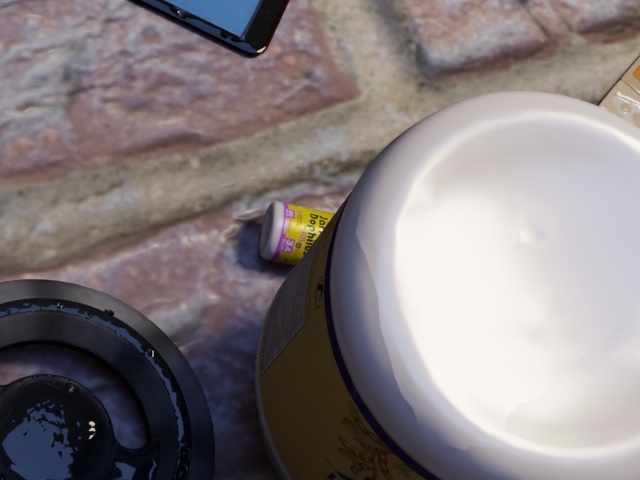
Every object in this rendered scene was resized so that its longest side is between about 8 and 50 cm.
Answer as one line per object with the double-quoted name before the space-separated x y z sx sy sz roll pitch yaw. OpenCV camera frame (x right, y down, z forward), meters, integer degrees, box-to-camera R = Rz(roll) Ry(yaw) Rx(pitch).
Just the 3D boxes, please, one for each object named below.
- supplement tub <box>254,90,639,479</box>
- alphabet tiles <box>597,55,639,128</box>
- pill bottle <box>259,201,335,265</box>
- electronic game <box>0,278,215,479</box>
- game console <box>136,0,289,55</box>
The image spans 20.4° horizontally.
"supplement tub" 0.091 0.072 1.111 0.241 0.331 0.241 4 71 -12
"alphabet tiles" 0.366 -0.119 1.497 0.198 0.009 0.237 40 60 3
"pill bottle" 0.000 0.000 1.297 0.083 0.043 0.043 11 62 -13
"electronic game" -0.181 0.133 1.169 0.229 0.048 0.229 8 64 -17
"game console" -0.078 -0.234 1.364 0.144 0.124 0.085 25 33 -6
